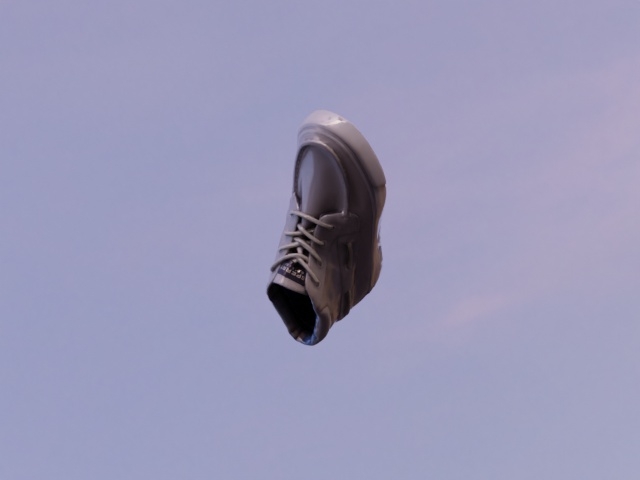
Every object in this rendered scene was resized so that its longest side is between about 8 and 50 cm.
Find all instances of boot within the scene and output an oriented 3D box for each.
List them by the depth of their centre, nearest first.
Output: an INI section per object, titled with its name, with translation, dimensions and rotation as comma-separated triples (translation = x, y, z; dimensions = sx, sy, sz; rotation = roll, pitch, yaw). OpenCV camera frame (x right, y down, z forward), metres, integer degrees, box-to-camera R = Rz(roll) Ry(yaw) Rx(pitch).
[boot]
translation = 0.000, 0.000, 1.175
dimensions = 0.123, 0.095, 0.258
rotation = -52, -32, -31
